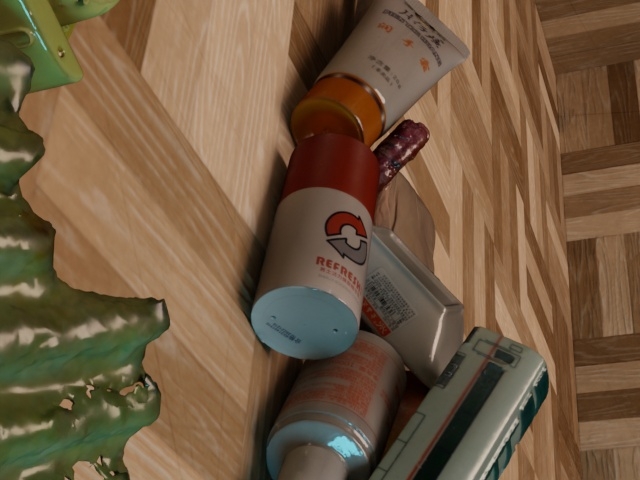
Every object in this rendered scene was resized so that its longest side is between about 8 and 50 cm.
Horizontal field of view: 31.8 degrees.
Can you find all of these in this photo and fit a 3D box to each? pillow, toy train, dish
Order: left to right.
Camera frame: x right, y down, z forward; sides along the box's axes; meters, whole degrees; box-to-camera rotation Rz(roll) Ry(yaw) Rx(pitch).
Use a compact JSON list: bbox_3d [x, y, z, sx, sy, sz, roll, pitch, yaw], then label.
[{"bbox_3d":[0.096,0.040,1.362,0.173,0.067,0.270,53,33,-44],"label":"pillow"},{"bbox_3d":[0.072,0.239,0.931,0.407,0.088,0.086,-48,152,-38],"label":"toy train"},{"bbox_3d":[0.095,0.067,1.158,0.234,0.064,0.154,48,13,14],"label":"dish"}]

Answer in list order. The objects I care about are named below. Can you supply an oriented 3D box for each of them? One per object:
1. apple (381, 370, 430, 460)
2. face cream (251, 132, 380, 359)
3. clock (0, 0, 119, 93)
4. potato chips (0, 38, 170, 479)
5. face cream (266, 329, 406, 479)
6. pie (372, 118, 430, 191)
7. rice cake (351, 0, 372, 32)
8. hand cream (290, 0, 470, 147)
[{"bbox_3d":[0.089,0.214,1.168,0.163,0.139,0.163,-16,108,-62],"label":"apple"},{"bbox_3d":[0.000,0.000,1.051,0.214,0.096,0.096,-79,153,-45],"label":"face cream"},{"bbox_3d":[-0.172,-0.209,0.681,0.232,0.069,0.170,-76,151,-49],"label":"clock"},{"bbox_3d":[-0.191,0.076,0.463,0.389,0.097,0.373,-61,138,-61],"label":"potato chips"},{"bbox_3d":[0.006,0.178,0.981,0.251,0.101,0.101,-60,138,-61],"label":"face cream"},{"bbox_3d":[0.059,-0.074,1.218,0.038,0.153,0.153,46,24,-2],"label":"pie"},{"bbox_3d":[0.082,-0.296,1.412,0.064,0.070,0.399,57,36,-50],"label":"rice cake"},{"bbox_3d":[0.073,-0.187,1.254,0.140,0.089,0.314,40,41,-7],"label":"hand cream"}]
